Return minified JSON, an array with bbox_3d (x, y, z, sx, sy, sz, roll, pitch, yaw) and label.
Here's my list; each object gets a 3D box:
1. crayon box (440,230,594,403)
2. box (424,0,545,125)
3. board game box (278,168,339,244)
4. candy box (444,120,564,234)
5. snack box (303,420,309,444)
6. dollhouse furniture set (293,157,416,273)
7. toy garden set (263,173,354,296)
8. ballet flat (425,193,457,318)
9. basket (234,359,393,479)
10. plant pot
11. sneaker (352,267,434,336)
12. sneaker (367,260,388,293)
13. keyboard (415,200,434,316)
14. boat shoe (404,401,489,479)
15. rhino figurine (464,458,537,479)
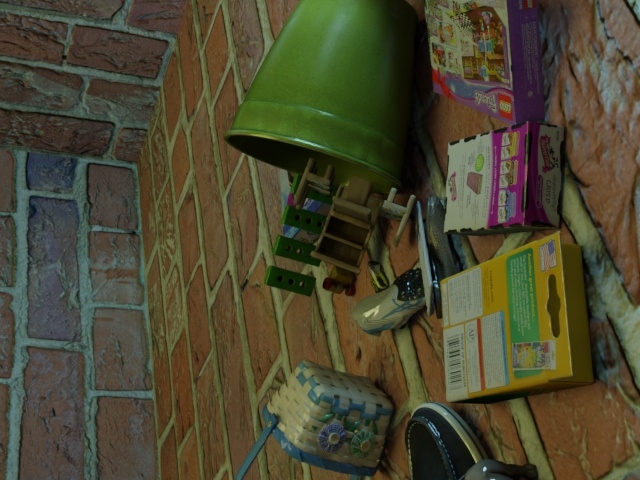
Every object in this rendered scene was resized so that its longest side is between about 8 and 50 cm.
[{"bbox_3d":[0.297,0.126,1.380,0.323,0.083,0.203,146,126,-63],"label":"crayon box"},{"bbox_3d":[0.262,-0.318,1.521,0.293,0.057,0.200,-135,32,-62],"label":"box"},{"bbox_3d":[-0.015,-0.184,2.234,0.318,0.066,0.317,132,138,-55],"label":"board game box"},{"bbox_3d":[0.286,-0.091,1.474,0.233,0.071,0.159,175,99,-67],"label":"candy box"},{"bbox_3d":[-0.020,0.412,2.157,0.064,0.022,0.178,141,131,-58],"label":"snack box"},{"bbox_3d":[0.055,-0.033,1.815,0.242,0.212,0.161,64,-133,-84],"label":"dollhouse furniture set"},{"bbox_3d":[0.000,0.000,2.006,0.049,0.204,0.244,20,94,68],"label":"toy garden set"},{"bbox_3d":[0.220,0.026,1.640,0.084,0.058,0.249,77,-172,-56],"label":"ballet flat"},{"bbox_3d":[-0.009,0.399,1.833,0.288,0.255,0.201,-64,30,17],"label":"basket"},{"bbox_3d":[0.033,-0.314,1.839,0.366,0.367,0.352,5,78,68],"label":"plant pot"},{"bbox_3d":[0.156,0.120,1.754,0.237,0.086,0.085,-32,27,49],"label":"sneaker"},{"bbox_3d":[0.112,0.076,1.907,0.083,0.031,0.035,-108,30,-47],"label":"sneaker"},{"bbox_3d":[0.184,0.028,1.658,0.256,0.014,0.072,-91,-7,-54],"label":"keyboard"},{"bbox_3d":[0.193,0.485,1.454,0.186,0.156,0.500,123,147,-51],"label":"boat shoe"},{"bbox_3d":[0.284,0.400,1.311,0.243,0.106,0.073,-119,40,-54],"label":"rhino figurine"}]
